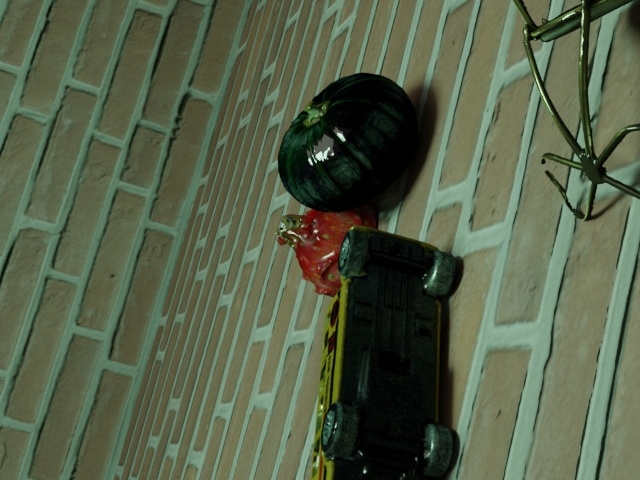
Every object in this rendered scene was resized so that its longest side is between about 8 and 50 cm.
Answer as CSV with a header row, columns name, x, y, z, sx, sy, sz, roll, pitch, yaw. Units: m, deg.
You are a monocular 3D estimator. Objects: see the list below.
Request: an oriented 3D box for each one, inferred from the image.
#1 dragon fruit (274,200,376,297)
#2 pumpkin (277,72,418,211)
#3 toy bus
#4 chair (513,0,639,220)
name,x,y,z,sx,sy,sz,roll,pitch,yaw
dragon fruit,0.000,0.000,1.381,0.153,0.110,0.153,-166,90,-73
pumpkin,0.032,-0.128,1.317,0.202,0.140,0.202,-35,29,23
toy bus,0.058,0.150,1.031,0.123,0.121,0.336,120,160,-54
chair,0.230,-0.198,0.838,0.326,0.170,0.159,64,155,-5
